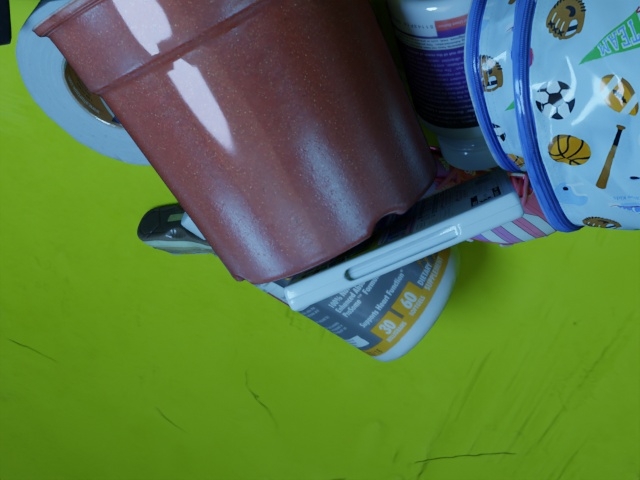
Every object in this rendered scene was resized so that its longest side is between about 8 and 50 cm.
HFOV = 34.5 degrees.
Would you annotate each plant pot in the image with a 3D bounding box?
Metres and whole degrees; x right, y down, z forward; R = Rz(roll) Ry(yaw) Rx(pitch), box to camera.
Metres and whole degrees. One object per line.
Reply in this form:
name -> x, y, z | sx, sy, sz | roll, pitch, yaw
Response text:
plant pot -> -0.050, -0.124, 0.855 | 0.272, 0.272, 0.265 | -17, 108, 39

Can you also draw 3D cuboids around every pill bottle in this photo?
pill bottle -> 0.000, 0.000, 1.122 | 0.278, 0.162, 0.162 | 32, 141, -12
pill bottle -> 0.128, -0.159, 0.917 | 0.108, 0.108, 0.193 | 2, 137, 24

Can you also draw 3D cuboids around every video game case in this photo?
video game case -> 0.075, -0.007, 0.877 | 0.193, 0.212, 0.023 | -23, 96, 11

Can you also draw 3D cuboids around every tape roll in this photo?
tape roll -> -0.203, -0.181, 1.080 | 0.219, 0.072, 0.219 | 13, 140, 11

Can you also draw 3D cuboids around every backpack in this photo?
backpack -> 0.225, -0.139, 0.770 | 0.213, 0.263, 0.276 | -7, 134, 32

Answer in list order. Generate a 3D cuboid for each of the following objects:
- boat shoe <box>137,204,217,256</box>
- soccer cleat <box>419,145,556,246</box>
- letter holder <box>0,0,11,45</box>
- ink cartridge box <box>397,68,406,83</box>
boat shoe -> -0.134, -0.010, 1.262 | 0.190, 0.068, 0.072 | 2, 151, 38
soccer cleat -> 0.141, -0.051, 1.018 | 0.248, 0.083, 0.095 | 3, 145, -3
letter holder -> -0.475, -0.262, 0.949 | 0.214, 0.301, 0.152 | 36, 132, 41
ink cartridge box -> -0.005, -0.147, 1.030 | 0.150, 0.063, 0.109 | 25, 142, -4
